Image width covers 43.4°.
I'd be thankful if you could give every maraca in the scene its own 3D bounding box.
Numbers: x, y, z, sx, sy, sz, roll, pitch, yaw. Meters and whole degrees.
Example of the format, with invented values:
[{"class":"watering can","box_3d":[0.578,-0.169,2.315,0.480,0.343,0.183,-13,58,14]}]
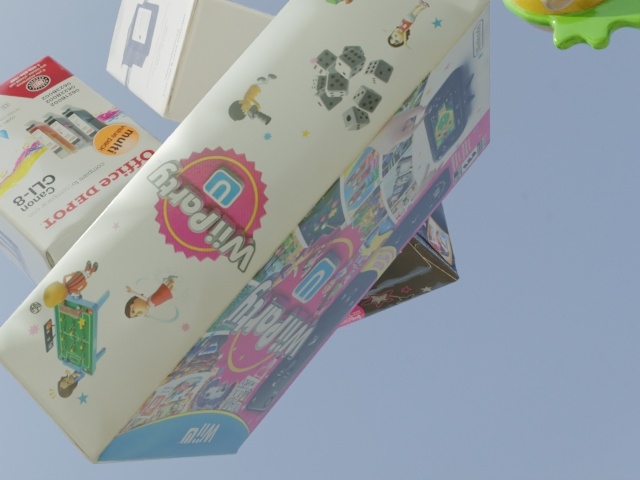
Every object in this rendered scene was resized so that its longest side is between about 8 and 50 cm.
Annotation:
[{"class":"maraca","box_3d":[0.245,-0.244,0.772,0.127,0.185,0.099,-28,-43,8]}]

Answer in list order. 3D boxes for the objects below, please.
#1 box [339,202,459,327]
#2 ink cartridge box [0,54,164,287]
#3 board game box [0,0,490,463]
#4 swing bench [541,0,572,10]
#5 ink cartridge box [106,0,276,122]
[{"class":"box","box_3d":[0.000,0.000,0.903,0.247,0.142,0.163,-25,-36,24]},{"class":"ink cartridge box","box_3d":[-0.204,-0.036,0.658,0.128,0.176,0.127,-41,-28,-24]},{"class":"board game box","box_3d":[-0.022,-0.009,0.510,0.097,0.224,0.303,40,-92,18]},{"class":"swing bench","box_3d":[0.299,-0.124,0.406,0.255,0.165,0.253,-39,-88,6]},{"class":"ink cartridge box","box_3d":[-0.077,-0.157,0.717,0.172,0.237,0.100,11,-76,-29]}]
